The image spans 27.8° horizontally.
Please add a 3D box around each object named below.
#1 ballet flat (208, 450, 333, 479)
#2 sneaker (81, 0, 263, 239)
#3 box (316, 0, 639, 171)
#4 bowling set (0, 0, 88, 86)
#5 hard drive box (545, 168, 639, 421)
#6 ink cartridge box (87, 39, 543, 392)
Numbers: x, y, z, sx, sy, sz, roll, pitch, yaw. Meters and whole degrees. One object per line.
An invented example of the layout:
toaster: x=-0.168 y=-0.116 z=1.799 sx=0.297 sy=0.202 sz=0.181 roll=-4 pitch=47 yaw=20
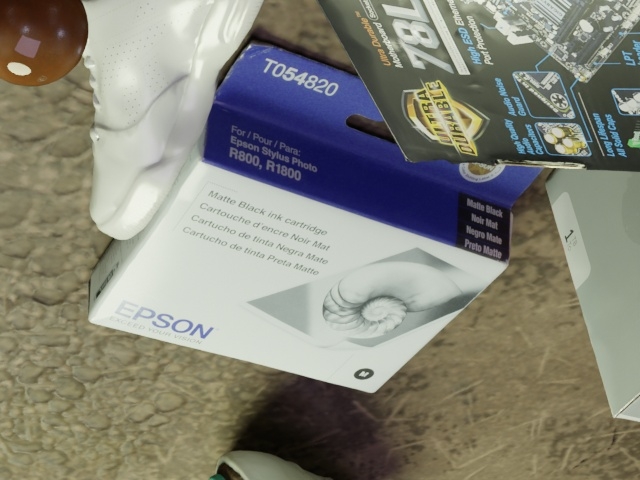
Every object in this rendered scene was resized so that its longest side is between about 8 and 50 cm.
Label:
ballet flat: x=-0.020 y=0.268 z=1.064 sx=0.139 sy=0.139 sz=0.400 roll=-3 pitch=143 yaw=-6
sneaker: x=-0.097 y=-0.095 z=0.669 sx=0.094 sy=0.080 sz=0.212 roll=20 pitch=126 yaw=-13
box: x=0.124 y=-0.141 z=0.551 sx=0.293 sy=0.073 sz=0.295 roll=5 pitch=147 yaw=32
bowling set: x=-0.176 y=-0.163 z=0.542 sx=0.286 sy=0.154 sz=0.200 roll=-13 pitch=158 yaw=4
hard drive box: x=0.271 y=0.027 z=0.777 sx=0.232 sy=0.181 sz=0.089 roll=14 pitch=136 yaw=-23
ink cartridge box: x=0.000 y=0.000 z=0.802 sx=0.223 sy=0.045 sz=0.224 roll=17 pitch=133 yaw=-26
